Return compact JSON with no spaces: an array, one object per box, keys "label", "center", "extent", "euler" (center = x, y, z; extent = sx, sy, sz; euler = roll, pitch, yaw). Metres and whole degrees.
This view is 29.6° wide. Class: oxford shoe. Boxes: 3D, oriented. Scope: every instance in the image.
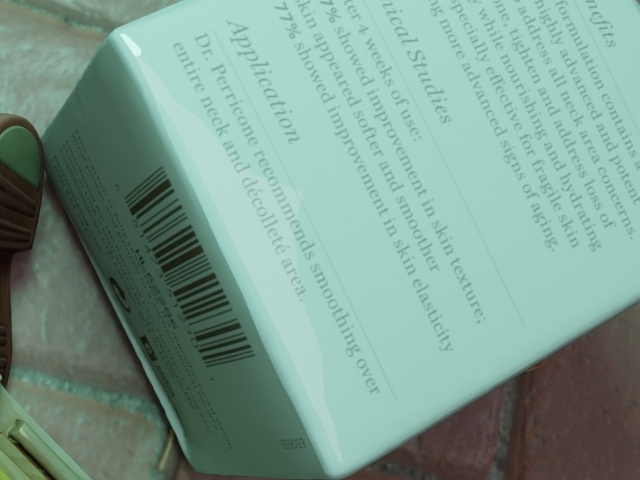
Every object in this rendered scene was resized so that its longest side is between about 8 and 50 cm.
[{"label":"oxford shoe","center":[-0.325,0.062,0.972],"extent":[0.130,0.123,0.348],"euler":[11,81,19]}]

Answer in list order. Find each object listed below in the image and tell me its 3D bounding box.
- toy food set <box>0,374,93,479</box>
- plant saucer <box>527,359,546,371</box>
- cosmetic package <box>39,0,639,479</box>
[{"label":"toy food set","center":[-0.230,0.277,0.922],"extent":[0.220,0.092,0.306],"euler":[-48,118,-23]},{"label":"plant saucer","center":[0.197,0.091,1.214],"extent":[0.083,0.013,0.084],"euler":[5,77,-21]},{"label":"cosmetic package","center":[0.040,-0.042,0.970],"extent":[0.393,0.327,0.329],"euler":[-26,90,-24]}]
